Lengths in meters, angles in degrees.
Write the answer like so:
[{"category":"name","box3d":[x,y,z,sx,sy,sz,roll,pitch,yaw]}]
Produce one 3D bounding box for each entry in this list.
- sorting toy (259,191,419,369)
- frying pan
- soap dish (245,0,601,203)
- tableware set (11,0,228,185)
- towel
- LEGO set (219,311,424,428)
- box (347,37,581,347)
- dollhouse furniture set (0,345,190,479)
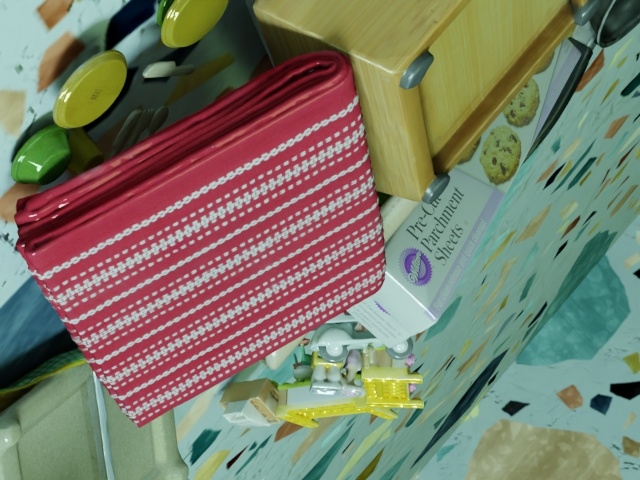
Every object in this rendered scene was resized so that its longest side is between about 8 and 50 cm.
[{"category":"sorting toy","box3d":[0.000,0.000,1.190,0.193,0.038,0.208,-49,-168,-6]},{"category":"frying pan","box3d":[0.285,-0.220,1.570,0.197,0.053,0.326,-27,154,-56]},{"category":"soap dish","box3d":[0.073,-0.154,0.990,0.229,0.118,0.291,-49,165,-7]},{"category":"tableware set","box3d":[-0.099,-0.092,0.832,0.154,0.024,0.104,-57,161,24]},{"category":"towel","box3d":[-0.056,0.007,0.947,0.199,0.031,0.275,-29,154,-8]},{"category":"LEGO set","box3d":[0.016,0.081,1.327,0.287,0.132,0.107,138,-42,-65]},{"category":"box","box3d":[0.109,-0.058,1.243,0.063,0.067,0.324,-35,-163,48]},{"category":"dollhouse furniture set","box3d":[-0.202,0.192,1.111,0.197,0.151,0.301,-40,134,-53]}]
